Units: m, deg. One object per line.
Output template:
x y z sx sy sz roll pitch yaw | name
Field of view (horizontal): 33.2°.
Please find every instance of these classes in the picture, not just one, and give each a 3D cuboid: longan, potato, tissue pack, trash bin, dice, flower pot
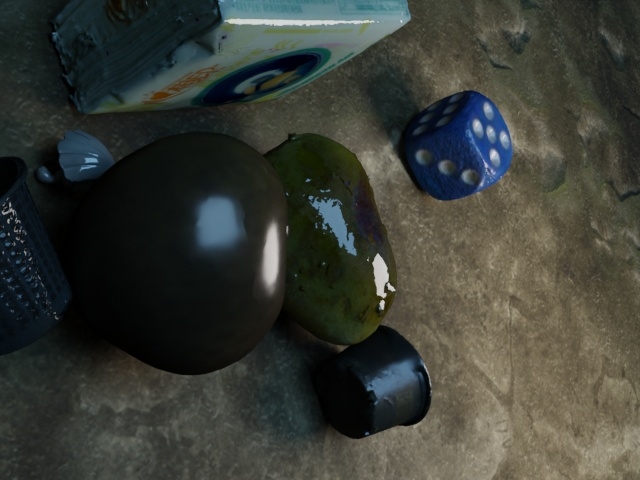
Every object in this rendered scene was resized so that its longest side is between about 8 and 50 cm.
-0.149 0.018 1.243 0.243 0.300 0.300 45 30 27 | longan
0.000 0.000 1.502 0.210 0.173 0.307 -33 100 -52 | potato
-0.107 -0.284 1.387 0.388 0.287 0.162 -14 82 -52 | tissue pack
-0.343 0.024 1.104 0.175 0.175 0.161 -58 133 -43 | trash bin
0.239 -0.164 1.867 0.146 0.146 0.143 56 40 -20 | dice
0.068 0.213 1.538 0.106 0.157 0.157 -24 96 -38 | flower pot

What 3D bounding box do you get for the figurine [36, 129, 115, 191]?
-0.284 -0.086 1.281 0.086 0.082 0.094 35 40 -16 | figurine
